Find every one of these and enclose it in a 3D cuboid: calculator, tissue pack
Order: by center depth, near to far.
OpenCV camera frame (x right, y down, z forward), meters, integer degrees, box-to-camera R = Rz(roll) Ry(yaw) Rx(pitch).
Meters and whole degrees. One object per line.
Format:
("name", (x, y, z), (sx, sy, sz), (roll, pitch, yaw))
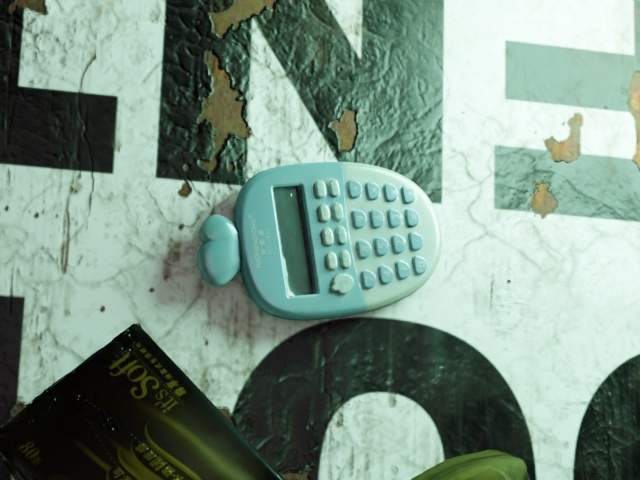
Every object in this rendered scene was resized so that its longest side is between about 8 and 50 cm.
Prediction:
("tissue pack", (-0.148, 0.287, 1.594), (0.210, 0.198, 0.370), (-39, 57, -15))
("calculator", (0.000, 0.000, 1.843), (0.303, 0.042, 0.188), (-5, 80, -15))

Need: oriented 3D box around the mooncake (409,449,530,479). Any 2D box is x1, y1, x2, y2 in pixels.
("mooncake", (0.207, 0.430, 1.680), (0.393, 0.246, 0.394), (11, 83, 2))
